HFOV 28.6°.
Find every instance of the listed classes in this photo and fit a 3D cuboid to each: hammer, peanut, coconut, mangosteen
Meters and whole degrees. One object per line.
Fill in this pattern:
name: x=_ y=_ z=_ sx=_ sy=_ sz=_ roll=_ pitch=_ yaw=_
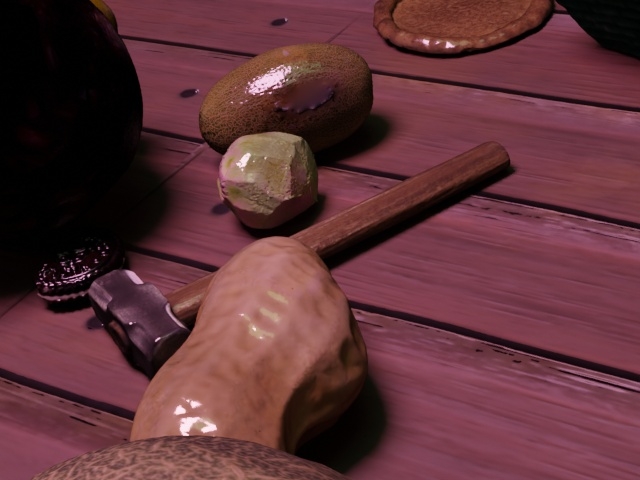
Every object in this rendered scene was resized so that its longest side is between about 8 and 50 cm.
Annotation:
hammer: x=0.000 y=0.000 z=0.996 sx=0.365 sy=0.043 sz=0.111 roll=-25 pitch=35 yaw=-23
peanut: x=-0.041 y=0.102 z=0.797 sx=0.125 sy=0.111 sz=0.274 roll=14 pitch=42 yaw=9
coconut: x=-0.048 y=-0.051 z=1.044 sx=0.081 sy=0.083 sz=0.082 roll=5 pitch=-3 yaw=22
mangosteen: x=-0.283 y=-0.138 z=1.046 sx=0.287 sy=0.288 sz=0.233 roll=-16 pitch=4 yaw=-7

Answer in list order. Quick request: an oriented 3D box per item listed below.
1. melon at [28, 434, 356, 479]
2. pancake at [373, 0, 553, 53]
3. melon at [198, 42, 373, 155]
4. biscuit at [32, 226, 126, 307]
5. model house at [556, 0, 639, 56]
melon: x=-0.019 y=0.212 z=0.498 sx=0.329 sy=0.248 sz=0.248 roll=18 pitch=43 yaw=27
pancake: x=0.149 y=-0.245 z=1.320 sx=0.199 sy=0.021 sz=0.199 roll=-7 pitch=35 yaw=5
melon: x=-0.031 y=-0.122 z=1.124 sx=0.162 sy=0.099 sz=0.099 roll=-16 pitch=34 yaw=-4
biscuit: x=-0.201 y=0.020 z=1.030 sx=0.087 sy=0.027 sz=0.089 roll=-32 pitch=40 yaw=-29
model house: x=0.374 y=-0.269 z=1.028 sx=0.342 sy=0.335 sz=0.382 roll=-24 pitch=26 yaw=-21
